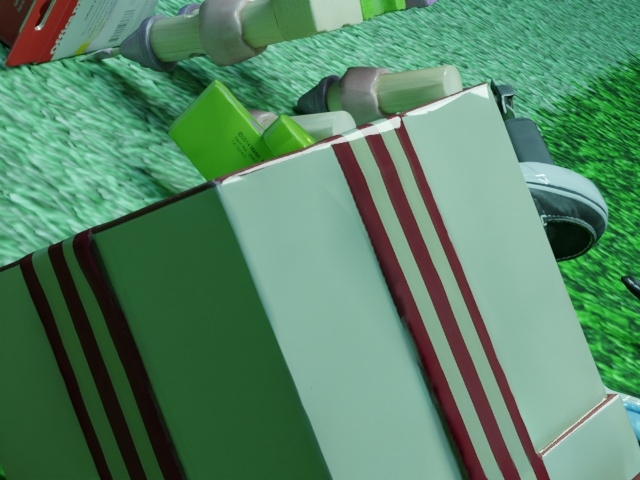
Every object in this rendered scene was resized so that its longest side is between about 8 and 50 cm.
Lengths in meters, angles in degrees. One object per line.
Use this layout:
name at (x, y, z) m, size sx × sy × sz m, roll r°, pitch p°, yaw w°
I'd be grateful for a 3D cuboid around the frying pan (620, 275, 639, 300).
frying pan at (0.450, 0.158, 1.386) m, size 0.326 × 0.053 × 0.197 m, roll 22°, pitch 26°, yaw -26°

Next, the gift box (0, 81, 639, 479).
gift box at (0.012, 0.083, 0.691) m, size 0.276 × 0.255 × 0.258 m, roll -22°, pitch 93°, yaw -44°

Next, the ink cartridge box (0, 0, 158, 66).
ink cartridge box at (-0.228, -0.246, 1.267) m, size 0.078 × 0.134 × 0.231 m, roll 38°, pitch 25°, yaw 10°

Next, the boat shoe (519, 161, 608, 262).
boat shoe at (0.153, 0.002, 1.299) m, size 0.335 × 0.121 × 0.119 m, roll 0°, pitch 46°, yaw -31°

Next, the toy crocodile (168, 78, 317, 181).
toy crocodile at (0.000, 0.000, 1.107) m, size 0.340 × 0.115 × 0.105 m, roll 44°, pitch 9°, yaw 21°

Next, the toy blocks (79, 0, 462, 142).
toy blocks at (-0.051, -0.235, 1.326) m, size 0.260 × 0.309 × 0.288 m, roll -3°, pitch 15°, yaw 34°

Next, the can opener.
can opener at (0.213, -0.105, 1.617) m, size 0.095 × 0.076 × 0.283 m, roll -6°, pitch 32°, yaw -3°

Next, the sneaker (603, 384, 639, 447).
sneaker at (0.236, 0.162, 1.160) m, size 0.162 × 0.063 × 0.073 m, roll 34°, pitch 42°, yaw 14°
